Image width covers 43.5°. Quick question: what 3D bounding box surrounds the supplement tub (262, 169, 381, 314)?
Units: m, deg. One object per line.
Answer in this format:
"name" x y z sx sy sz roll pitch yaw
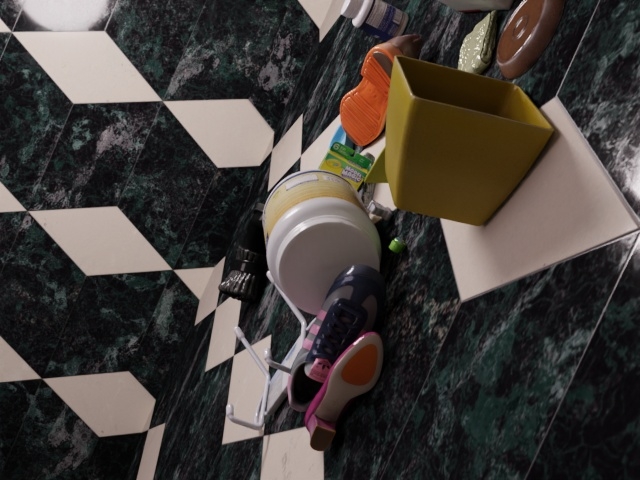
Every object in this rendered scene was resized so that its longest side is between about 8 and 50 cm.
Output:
"supplement tub" 0.000 0.000 1.639 0.228 0.228 0.316 -62 15 16

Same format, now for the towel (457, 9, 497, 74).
"towel" 0.298 -0.364 1.542 0.110 0.027 0.148 -46 25 56

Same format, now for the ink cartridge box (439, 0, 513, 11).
"ink cartridge box" 0.342 -0.661 1.575 0.385 0.160 0.279 -64 14 8

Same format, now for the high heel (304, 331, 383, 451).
"high heel" 0.042 0.252 1.428 0.117 0.082 0.244 -94 24 -72

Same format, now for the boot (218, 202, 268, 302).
"boot" -0.201 0.049 2.466 0.260 0.131 0.348 -64 2 -18

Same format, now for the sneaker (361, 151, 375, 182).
"sneaker" 0.085 -0.149 1.939 0.166 0.065 0.076 -48 7 43

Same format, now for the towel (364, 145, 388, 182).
"towel" 0.174 -0.214 1.625 0.021 0.102 0.237 50 123 31

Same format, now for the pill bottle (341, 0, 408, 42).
"pill bottle" 0.145 -0.610 2.185 0.094 0.169 0.094 -59 16 28

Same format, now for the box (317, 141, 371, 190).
"box" 0.034 -0.132 1.856 0.179 0.105 0.043 -60 9 21

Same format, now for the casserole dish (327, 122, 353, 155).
"casserole dish" 0.057 -0.257 2.223 0.114 0.037 0.188 -57 16 34

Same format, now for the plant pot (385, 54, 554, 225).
"plant pot" 0.201 -0.145 1.236 0.212 0.212 0.187 -94 18 -61

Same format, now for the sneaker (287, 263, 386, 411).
"sneaker" 0.028 0.190 1.466 0.131 0.112 0.319 -67 0 -56

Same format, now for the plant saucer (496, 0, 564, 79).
"plant saucer" 0.346 -0.354 1.353 0.168 0.029 0.168 -58 16 27

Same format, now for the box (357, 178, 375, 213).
"box" 0.079 -0.075 1.876 0.137 0.027 0.094 -46 26 53

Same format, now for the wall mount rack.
"wall mount rack" -0.120 0.257 1.869 0.350 0.130 0.304 -57 17 31

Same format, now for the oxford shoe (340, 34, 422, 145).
"oxford shoe" 0.153 -0.355 1.943 0.132 0.130 0.364 -37 -9 -29

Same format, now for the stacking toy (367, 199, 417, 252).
"stacking toy" 0.163 -0.089 1.551 0.167 0.052 0.221 -61 16 20
